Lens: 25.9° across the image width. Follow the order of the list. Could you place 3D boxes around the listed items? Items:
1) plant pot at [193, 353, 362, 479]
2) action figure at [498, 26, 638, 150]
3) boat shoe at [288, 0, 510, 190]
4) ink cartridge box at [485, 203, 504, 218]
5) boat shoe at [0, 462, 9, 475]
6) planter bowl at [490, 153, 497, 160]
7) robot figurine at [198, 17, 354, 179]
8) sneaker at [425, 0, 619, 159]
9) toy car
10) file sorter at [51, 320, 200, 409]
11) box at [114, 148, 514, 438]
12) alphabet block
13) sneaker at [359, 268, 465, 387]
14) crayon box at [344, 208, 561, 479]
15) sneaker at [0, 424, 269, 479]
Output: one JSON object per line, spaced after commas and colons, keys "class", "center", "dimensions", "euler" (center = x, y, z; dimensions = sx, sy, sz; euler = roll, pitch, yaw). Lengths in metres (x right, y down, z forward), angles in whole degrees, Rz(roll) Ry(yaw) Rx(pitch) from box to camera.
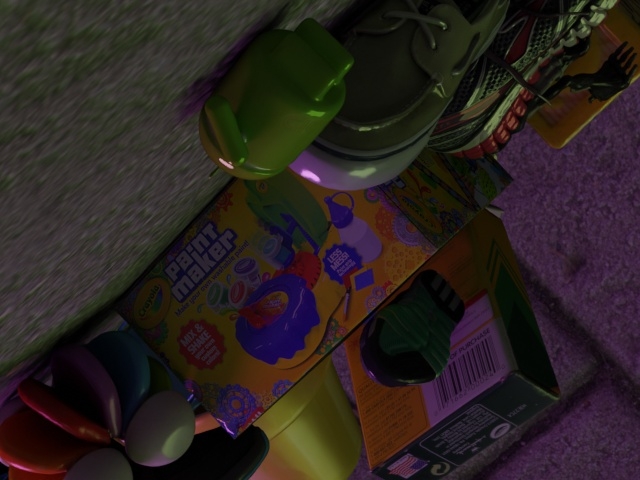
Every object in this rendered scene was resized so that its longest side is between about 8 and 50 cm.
{"class": "plant pot", "center": [-0.072, 0.203, 1.729], "dimensions": [0.254, 0.239, 0.254], "euler": [-25, -147, 17]}
{"class": "action figure", "center": [0.198, -0.179, 1.505], "dimensions": [0.276, 0.164, 0.141], "euler": [-20, 141, -27]}
{"class": "boat shoe", "center": [0.064, -0.148, 1.033], "dimensions": [0.302, 0.109, 0.094], "euler": [-52, 169, -45]}
{"class": "ink cartridge box", "center": [0.144, -0.020, 2.058], "dimensions": [0.353, 0.207, 0.119], "euler": [-100, -158, -86]}
{"class": "boat shoe", "center": [-0.401, 0.305, 1.543], "dimensions": [0.183, 0.066, 0.066], "euler": [-52, 175, -17]}
{"class": "planter bowl", "center": [0.176, -0.142, 2.049], "dimensions": [0.109, 0.162, 0.162], "euler": [-15, 168, -17]}
{"class": "robot figurine", "center": [-0.030, -0.082, 0.848], "dimensions": [0.115, 0.067, 0.101], "euler": [-45, -176, 40]}
{"class": "sneaker", "center": [0.168, -0.200, 1.230], "dimensions": [0.112, 0.121, 0.299], "euler": [9, 120, -43]}
{"class": "toy car", "center": [-0.218, 0.156, 1.276], "dimensions": [0.182, 0.159, 0.136], "euler": [-41, 140, -26]}
{"class": "file sorter", "center": [-0.187, 0.142, 1.498], "dimensions": [0.170, 0.118, 0.104], "euler": [-40, 172, -47]}
{"class": "box", "center": [0.000, 0.000, 1.369], "dimensions": [0.290, 0.177, 0.279], "euler": [-45, 176, 27]}
{"class": "alphabet block", "center": [0.331, -0.263, 1.828], "dimensions": [0.192, 0.193, 0.197], "euler": [-46, 176, 26]}
{"class": "sneaker", "center": [0.072, 0.106, 1.350], "dimensions": [0.098, 0.083, 0.224], "euler": [-40, 178, 26]}
{"class": "crayon box", "center": [0.124, 0.088, 1.506], "dimensions": [0.202, 0.081, 0.318], "euler": [-39, -141, 26]}
{"class": "sneaker", "center": [-0.218, 0.237, 1.362], "dimensions": [0.341, 0.139, 0.125], "euler": [-22, 179, -2]}
